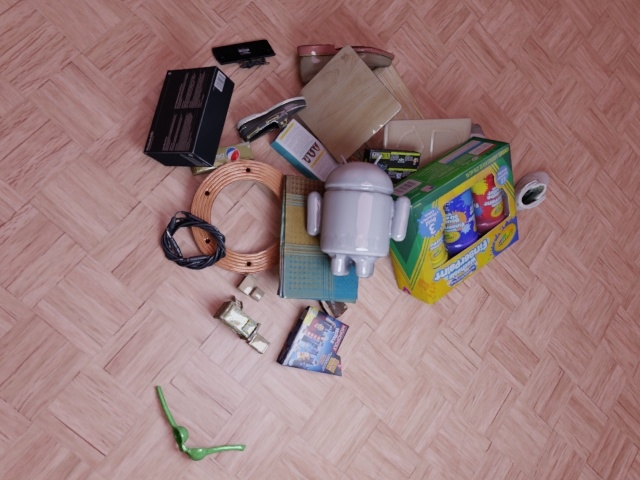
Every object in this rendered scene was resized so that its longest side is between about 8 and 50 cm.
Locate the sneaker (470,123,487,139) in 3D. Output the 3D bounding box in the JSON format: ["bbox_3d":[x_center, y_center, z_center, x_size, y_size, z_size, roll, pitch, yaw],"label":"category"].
[{"bbox_3d":[0.476,-0.382,1.981,0.271,0.100,0.108,2,68,-33],"label":"sneaker"}]

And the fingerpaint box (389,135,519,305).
[{"bbox_3d":[0.430,-0.069,1.800,0.444,0.163,0.371,-31,123,-24],"label":"fingerpaint box"}]

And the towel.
[{"bbox_3d":[0.000,0.000,1.676,0.271,0.040,0.370,8,76,-29],"label":"towel"}]

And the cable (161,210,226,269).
[{"bbox_3d":[-0.355,0.011,1.570,0.184,0.047,0.151,28,95,-8],"label":"cable"}]

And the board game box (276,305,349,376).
[{"bbox_3d":[-0.003,0.324,1.690,0.194,0.060,0.194,31,79,-19],"label":"board game box"}]

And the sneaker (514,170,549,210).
[{"bbox_3d":[0.785,-0.181,2.041,0.292,0.169,0.108,-35,95,-24],"label":"sneaker"}]

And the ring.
[{"bbox_3d":[-0.216,-0.068,1.652,0.336,0.032,0.337,-1,92,-20],"label":"ring"}]

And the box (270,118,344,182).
[{"bbox_3d":[-0.033,-0.263,1.764,0.244,0.060,0.100,41,70,-13],"label":"box"}]

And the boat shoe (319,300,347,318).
[{"bbox_3d":[0.009,0.148,1.719,0.073,0.073,0.207,-35,107,-11],"label":"boat shoe"}]

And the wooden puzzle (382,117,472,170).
[{"bbox_3d":[0.339,-0.245,1.856,0.347,0.080,0.322,-8,112,-23],"label":"wooden puzzle"}]

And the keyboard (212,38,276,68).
[{"bbox_3d":[-0.236,-0.573,1.745,0.192,0.038,0.100,-18,67,-23],"label":"keyboard"}]

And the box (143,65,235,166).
[{"bbox_3d":[-0.366,-0.344,1.561,0.103,0.184,0.261,35,65,-60],"label":"box"}]

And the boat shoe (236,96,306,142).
[{"bbox_3d":[-0.141,-0.368,1.703,0.227,0.081,0.069,-25,84,-3],"label":"boat shoe"}]

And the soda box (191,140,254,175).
[{"bbox_3d":[-0.294,-0.243,1.651,0.181,0.061,0.058,-17,90,-24],"label":"soda box"}]

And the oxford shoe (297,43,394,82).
[{"bbox_3d":[0.085,-0.577,1.846,0.348,0.123,0.130,-6,107,-21],"label":"oxford shoe"}]

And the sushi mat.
[{"bbox_3d":[0.277,-0.470,1.947,0.151,0.019,0.317,-38,98,-22],"label":"sushi mat"}]

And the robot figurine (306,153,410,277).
[{"bbox_3d":[0.105,-0.071,1.592,0.299,0.200,0.354,3,87,11],"label":"robot figurine"}]

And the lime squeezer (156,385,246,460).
[{"bbox_3d":[-0.350,0.529,1.525,0.310,0.059,0.110,40,70,-12],"label":"lime squeezer"}]

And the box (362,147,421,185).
[{"bbox_3d":[0.213,-0.192,1.741,0.190,0.045,0.184,-2,108,-27],"label":"box"}]

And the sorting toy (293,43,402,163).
[{"bbox_3d":[0.083,-0.421,1.742,0.257,0.089,0.255,-41,88,19],"label":"sorting toy"}]

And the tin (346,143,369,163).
[{"bbox_3d":[0.136,-0.248,1.848,0.106,0.040,0.190,-36,97,-19],"label":"tin"}]

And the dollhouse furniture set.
[{"bbox_3d":[-0.182,0.212,1.614,0.182,0.101,0.161,40,70,-13],"label":"dollhouse furniture set"}]
